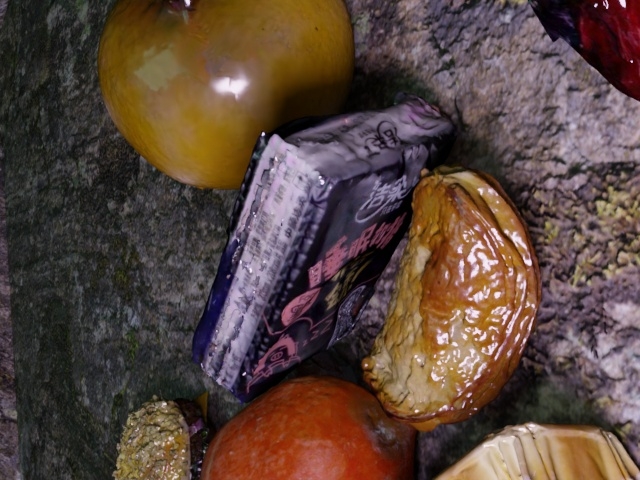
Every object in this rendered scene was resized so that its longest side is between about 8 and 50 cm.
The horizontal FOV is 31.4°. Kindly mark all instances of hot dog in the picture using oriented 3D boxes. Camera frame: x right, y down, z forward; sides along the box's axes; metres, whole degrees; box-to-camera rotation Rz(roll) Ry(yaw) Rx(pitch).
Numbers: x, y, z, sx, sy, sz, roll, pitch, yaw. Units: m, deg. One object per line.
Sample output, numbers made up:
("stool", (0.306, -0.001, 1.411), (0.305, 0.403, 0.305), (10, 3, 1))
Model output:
("hot dog", (0.133, 0.052, 1.103), (0.175, 0.114, 0.259), (-125, 48, -59))

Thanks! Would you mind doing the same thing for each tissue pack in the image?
("tissue pack", (0.000, 0.000, 1.241), (0.123, 0.245, 0.332), (40, 129, 20))

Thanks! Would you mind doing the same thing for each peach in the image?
("peach", (0.005, 0.257, 1.230), (0.232, 0.256, 0.232), (154, 90, -89))

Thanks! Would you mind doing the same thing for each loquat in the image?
("loquat", (-0.109, -0.209, 1.436), (0.359, 0.328, 0.328), (55, -165, -53))

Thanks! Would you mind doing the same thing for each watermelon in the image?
("watermelon", (-0.014, 0.159, 1.374), (0.071, 0.139, 0.187), (-51, 44, 11))

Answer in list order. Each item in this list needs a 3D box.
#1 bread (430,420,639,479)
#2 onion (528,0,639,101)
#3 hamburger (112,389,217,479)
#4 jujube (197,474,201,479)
("bread", (0.161, 0.248, 0.985), (0.241, 0.136, 0.107), (-51, 43, 47))
("onion", (0.245, -0.229, 0.800), (0.221, 0.281, 0.281), (-34, 50, 20))
("hamburger", (-0.246, 0.369, 1.789), (0.243, 0.138, 0.262), (-57, 38, 44))
("jujube", (-0.094, 0.402, 1.456), (0.183, 0.183, 0.243), (-1, 78, 64))
